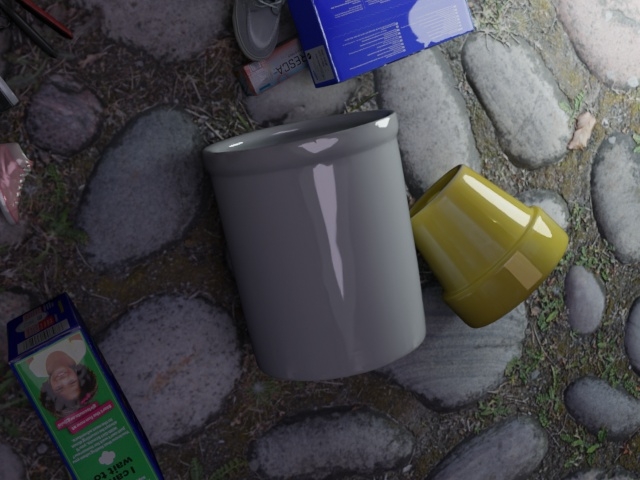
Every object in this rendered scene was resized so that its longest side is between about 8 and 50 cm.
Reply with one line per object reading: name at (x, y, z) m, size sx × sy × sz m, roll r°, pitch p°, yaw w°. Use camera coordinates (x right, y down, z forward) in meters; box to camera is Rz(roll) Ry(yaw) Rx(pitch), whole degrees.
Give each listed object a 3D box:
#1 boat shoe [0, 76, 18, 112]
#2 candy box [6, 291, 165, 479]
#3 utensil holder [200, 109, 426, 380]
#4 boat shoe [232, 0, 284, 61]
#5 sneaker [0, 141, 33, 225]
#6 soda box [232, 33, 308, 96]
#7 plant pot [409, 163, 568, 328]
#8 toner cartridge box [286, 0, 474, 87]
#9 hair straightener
boat shoe at (-0.535, -0.263, 1.409) m, size 0.040 × 0.049 × 0.142 m, roll -41°, pitch 111°, yaw -13°
candy box at (-0.369, 0.265, 1.414) m, size 0.122 × 0.268 × 0.317 m, roll -29°, pitch 106°, yaw -14°
utensil holder at (0.000, 0.000, 1.515) m, size 0.327 × 0.327 × 0.386 m, roll -17°, pitch 105°, yaw -20°
boat shoe at (-0.098, -0.416, 1.492) m, size 0.079 × 0.081 × 0.228 m, roll 0°, pitch 97°, yaw -20°
sneaker at (-0.491, -0.094, 1.442) m, size 0.070 × 0.051 × 0.134 m, roll -17°, pitch 98°, yaw -15°
soda box at (-0.060, -0.321, 1.589) m, size 0.183 × 0.063 × 0.058 m, roll -31°, pitch 109°, yaw -16°
plant pot at (0.290, -0.005, 1.686) m, size 0.239 × 0.254 × 0.254 m, roll 45°, pitch 78°, yaw -4°
toner cartridge box at (0.116, -0.404, 1.606) m, size 0.347 × 0.075 × 0.165 m, roll -26°, pitch 106°, yaw -32°
hair straightener at (-0.508, -0.363, 1.408) m, size 0.230 × 0.047 × 0.089 m, roll 39°, pitch 80°, yaw -21°
